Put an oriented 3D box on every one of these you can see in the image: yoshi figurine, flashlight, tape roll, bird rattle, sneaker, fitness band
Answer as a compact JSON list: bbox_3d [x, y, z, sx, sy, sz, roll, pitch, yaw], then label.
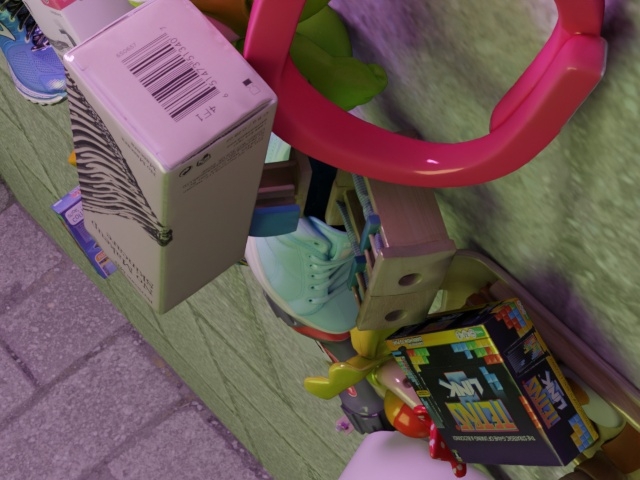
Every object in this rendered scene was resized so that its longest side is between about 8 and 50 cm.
[{"bbox_3d":[-0.030,-0.194,0.874,0.203,0.203,0.362,19,152,-9],"label":"yoshi figurine"},{"bbox_3d":[0.024,0.144,1.510,0.103,0.103,0.304,-110,-5,-49],"label":"flashlight"},{"bbox_3d":[0.155,0.382,1.544,0.286,0.100,0.286,28,152,16],"label":"tape roll"},{"bbox_3d":[0.124,0.188,1.381,0.253,0.143,0.207,29,168,23],"label":"bird rattle"},{"bbox_3d":[-0.002,-0.009,1.178,0.150,0.135,0.366,39,161,44],"label":"sneaker"},{"bbox_3d":[-0.427,-0.318,1.643,0.330,0.130,0.147,44,163,33],"label":"sneaker"},{"bbox_3d":[0.058,-0.119,0.721,0.209,0.054,0.291,16,157,-5],"label":"fitness band"}]

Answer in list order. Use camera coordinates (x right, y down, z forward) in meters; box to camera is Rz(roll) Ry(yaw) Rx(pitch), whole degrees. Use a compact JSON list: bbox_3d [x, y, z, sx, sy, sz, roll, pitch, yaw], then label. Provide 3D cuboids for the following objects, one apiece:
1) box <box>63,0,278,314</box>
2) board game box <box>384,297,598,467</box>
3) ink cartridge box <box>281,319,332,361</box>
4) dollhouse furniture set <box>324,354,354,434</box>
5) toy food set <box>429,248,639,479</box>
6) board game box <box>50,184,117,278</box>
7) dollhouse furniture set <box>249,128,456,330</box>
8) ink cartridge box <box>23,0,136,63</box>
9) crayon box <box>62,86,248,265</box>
[{"bbox_3d":[-0.112,-0.051,0.832,0.113,0.094,0.275,48,158,13],"label":"box"},{"bbox_3d":[0.145,0.129,1.009,0.141,0.048,0.170,60,154,-4],"label":"board game box"},{"bbox_3d":[-0.012,0.144,1.729,0.063,0.029,0.115,57,162,-18],"label":"ink cartridge box"},{"bbox_3d":[0.028,0.241,1.736,0.114,0.081,0.091,46,163,17],"label":"dollhouse furniture set"},{"bbox_3d":[0.198,0.161,1.087,0.306,0.092,0.219,44,163,21],"label":"toy food set"},{"bbox_3d":[-0.283,-0.056,1.707,0.035,0.201,0.136,29,153,52],"label":"board game box"},{"bbox_3d":[0.000,0.000,0.995,0.129,0.184,0.129,104,155,-55],"label":"dollhouse furniture set"},{"bbox_3d":[-0.294,-0.278,1.452,0.158,0.092,0.218,31,157,50],"label":"ink cartridge box"},{"bbox_3d":[-0.183,-0.076,1.408,0.323,0.083,0.203,33,170,-19],"label":"crayon box"}]
